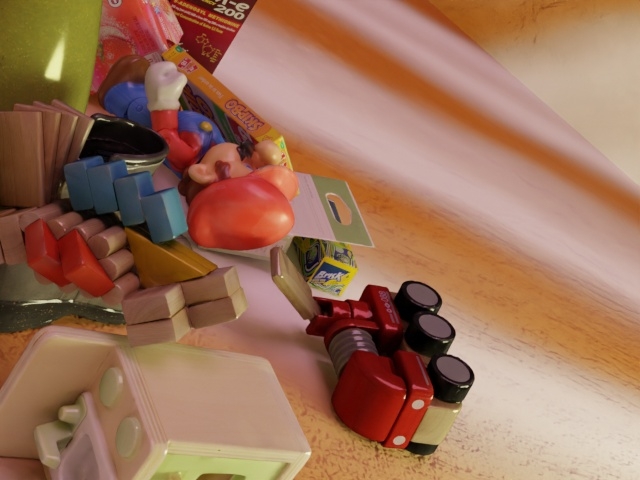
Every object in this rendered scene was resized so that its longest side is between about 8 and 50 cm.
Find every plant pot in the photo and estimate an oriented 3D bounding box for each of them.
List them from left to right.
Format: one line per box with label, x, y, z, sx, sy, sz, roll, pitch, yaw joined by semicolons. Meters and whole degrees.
plant pot;-0.351;-0.169;1.221;0.274;0.293;0.275;28;26;-15

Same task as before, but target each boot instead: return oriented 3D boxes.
boot;-0.209;-0.023;1.219;0.118;0.223;0.338;43;26;19

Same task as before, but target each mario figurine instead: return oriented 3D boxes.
mario figurine;-0.128;-0.117;1.441;0.198;0.170;0.320;-5;39;-46

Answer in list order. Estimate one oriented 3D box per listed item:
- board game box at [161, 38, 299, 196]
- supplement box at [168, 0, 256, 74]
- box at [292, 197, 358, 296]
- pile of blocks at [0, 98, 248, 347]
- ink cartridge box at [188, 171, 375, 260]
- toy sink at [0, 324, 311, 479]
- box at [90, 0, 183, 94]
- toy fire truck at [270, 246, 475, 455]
board game box;-0.128;-0.163;1.568;0.259;0.039;0.124;46;-16;32
supplement box;-0.190;-0.352;1.799;0.130;0.239;0.073;16;31;-34
box;0.000;0.000;1.636;0.059;0.054;0.169;22;28;-27
pile of blocks;-0.227;-0.028;0.991;0.362;0.149;0.112;25;14;5
ink cartridge box;-0.060;-0.039;1.585;0.235;0.056;0.171;12;32;-23
toy sink;-0.153;0.183;1.013;0.234;0.153;0.131;15;32;-38
box;-0.324;-0.374;1.625;0.154;0.142;0.300;-84;152;-62
toy fire truck;0.040;0.120;1.389;0.246;0.158;0.217;11;33;-20
